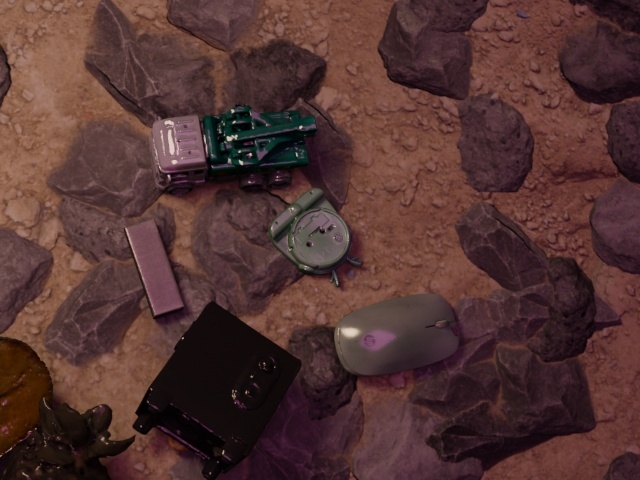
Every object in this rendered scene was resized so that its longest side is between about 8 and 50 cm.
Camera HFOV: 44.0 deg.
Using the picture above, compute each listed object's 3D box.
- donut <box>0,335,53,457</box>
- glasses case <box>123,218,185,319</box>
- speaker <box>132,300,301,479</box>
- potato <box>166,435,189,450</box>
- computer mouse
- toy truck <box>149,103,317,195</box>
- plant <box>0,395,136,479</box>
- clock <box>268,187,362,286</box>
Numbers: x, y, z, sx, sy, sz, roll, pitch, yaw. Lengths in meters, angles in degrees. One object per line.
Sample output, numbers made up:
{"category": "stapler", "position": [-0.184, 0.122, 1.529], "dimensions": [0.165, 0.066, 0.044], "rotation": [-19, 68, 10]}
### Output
{"category": "donut", "position": [-0.660, 0.300, 1.509], "dimensions": [0.271, 0.107, 0.272], "rotation": [-5, 99, -32]}
{"category": "glasses case", "position": [-0.357, 0.061, 1.692], "dimensions": [0.070, 0.047, 0.205], "rotation": [-18, 80, -18]}
{"category": "speaker", "position": [-0.210, 0.298, 1.561], "dimensions": [0.232, 0.184, 0.254], "rotation": [35, 54, -1]}
{"category": "potato", "position": [-0.271, 0.400, 1.626], "dimensions": [0.083, 0.062, 0.068], "rotation": [13, 91, -29]}
{"category": "computer mouse", "position": [0.171, 0.205, 1.731], "dimensions": [0.288, 0.097, 0.160], "rotation": [-11, 77, -12]}
{"category": "toy truck", "position": [-0.190, -0.208, 1.723], "dimensions": [0.363, 0.178, 0.177], "rotation": [-8, 79, -9]}
{"category": "plant", "position": [-0.484, 0.448, 1.483], "dimensions": [0.215, 0.213, 0.313], "rotation": [26, 76, -23]}
{"category": "clock", "position": [0.000, 0.000, 1.763], "dimensions": [0.159, 0.066, 0.211], "rotation": [-44, 88, -16]}
